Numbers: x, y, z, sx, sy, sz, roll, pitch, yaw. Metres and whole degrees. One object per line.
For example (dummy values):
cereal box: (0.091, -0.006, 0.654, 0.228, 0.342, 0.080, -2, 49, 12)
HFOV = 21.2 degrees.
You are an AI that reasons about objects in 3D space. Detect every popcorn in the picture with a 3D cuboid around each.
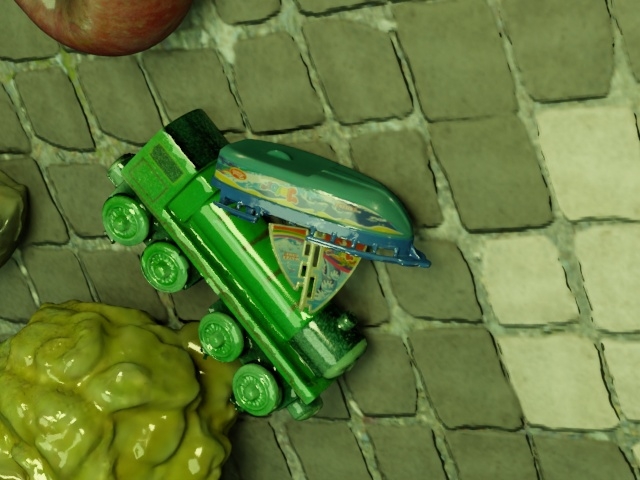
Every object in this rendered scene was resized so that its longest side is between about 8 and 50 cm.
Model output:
popcorn: (-0.189, 0.154, 1.420, 0.241, 0.235, 0.250, 11, 123, -17)

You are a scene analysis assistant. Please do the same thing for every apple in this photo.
apple: (-0.154, -0.206, 1.208, 0.153, 0.120, 0.153, 23, 136, 24)

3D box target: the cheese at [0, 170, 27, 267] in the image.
cheese: (-0.344, -0.036, 1.506, 0.202, 0.091, 0.175, 20, 128, 28)

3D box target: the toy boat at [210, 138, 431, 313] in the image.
toy boat: (0.000, 0.000, 1.236, 0.175, 0.091, 0.110, 20, 110, 23)

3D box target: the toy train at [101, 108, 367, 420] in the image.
toy train: (-0.065, 0.022, 1.317, 0.251, 0.085, 0.119, 50, 128, 2)
